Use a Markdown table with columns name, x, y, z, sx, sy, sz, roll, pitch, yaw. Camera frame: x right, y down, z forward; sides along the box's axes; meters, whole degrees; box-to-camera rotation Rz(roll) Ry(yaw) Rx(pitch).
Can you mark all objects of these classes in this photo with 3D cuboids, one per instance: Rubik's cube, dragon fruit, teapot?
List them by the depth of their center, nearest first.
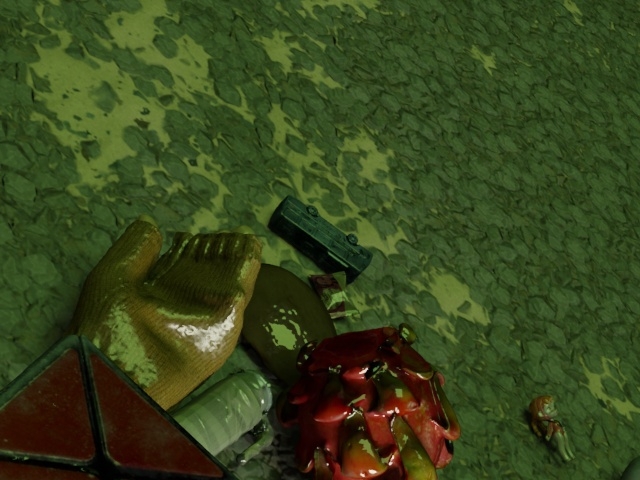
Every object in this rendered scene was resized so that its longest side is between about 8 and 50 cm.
| name | x | y | z | sx | sy | sz | roll | pitch | yaw |
| --- | --- | --- | --- | --- | --- | --- | --- | --- | --- |
| Rubik's cube | -0.273 | 0.289 | 1.420 | 0.259 | 0.260 | 0.255 | 46 | 33 | 0 |
| teapot | -0.127 | 0.238 | 1.777 | 0.107 | 0.077 | 0.200 | 56 | 35 | 1 |
| dragon fruit | 0.057 | 0.254 | 1.828 | 0.243 | 0.227 | 0.307 | 46 | 44 | -19 |

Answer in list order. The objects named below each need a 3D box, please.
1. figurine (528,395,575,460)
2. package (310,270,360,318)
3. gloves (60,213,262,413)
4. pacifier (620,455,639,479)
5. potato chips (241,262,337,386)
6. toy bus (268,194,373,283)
| name | x | y | z | sx | sy | sz | roll | pitch | yaw |
| --- | --- | --- | --- | --- | --- | --- | --- | --- | --- |
| figurine | 0.360 | 0.294 | 2.232 | 0.064 | 0.047 | 0.109 | -5 | 65 | -56 |
| package | 0.020 | 0.079 | 2.131 | 0.059 | 0.029 | 0.083 | -6 | 54 | -19 |
| gloves | -0.203 | 0.096 | 1.781 | 0.203 | 0.155 | 0.356 | 36 | 53 | 3 |
| pacifier | 0.624 | 0.403 | 2.226 | 0.273 | 0.220 | 0.332 | 47 | 11 | 8 |
| potato chips | -0.042 | 0.110 | 2.014 | 0.195 | 0.062 | 0.208 | 28 | 35 | -24 |
| toy bus | 0.000 | 0.000 | 2.186 | 0.166 | 0.047 | 0.065 | 36 | 40 | -8 |
